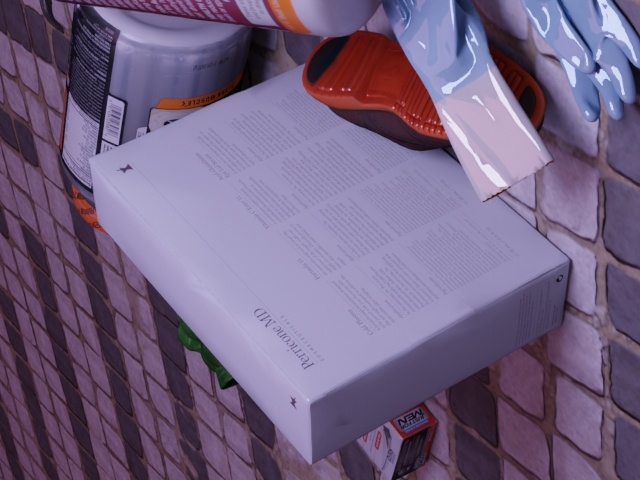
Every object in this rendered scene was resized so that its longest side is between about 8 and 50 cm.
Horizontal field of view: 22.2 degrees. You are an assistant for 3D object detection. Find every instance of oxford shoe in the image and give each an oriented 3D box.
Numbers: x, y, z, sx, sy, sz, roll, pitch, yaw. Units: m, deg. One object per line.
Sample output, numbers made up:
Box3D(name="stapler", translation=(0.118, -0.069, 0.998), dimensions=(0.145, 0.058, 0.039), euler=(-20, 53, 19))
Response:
Box3D(name="oxford shoe", translation=(0.107, -0.125, 1.464), dimensions=(0.271, 0.097, 0.098), euler=(22, 167, 46))

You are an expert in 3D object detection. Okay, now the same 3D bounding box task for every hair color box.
Box3D(name="hair color box", translation=(0.057, 0.179, 1.848), dimensions=(0.167, 0.053, 0.093), euler=(52, 151, 29))

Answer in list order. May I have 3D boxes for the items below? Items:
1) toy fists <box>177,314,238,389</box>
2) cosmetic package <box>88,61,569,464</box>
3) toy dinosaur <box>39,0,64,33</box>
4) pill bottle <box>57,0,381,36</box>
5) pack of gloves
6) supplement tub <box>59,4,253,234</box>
Box3D(name="toy fists", translation=(-0.111, 0.089, 2.044), dimensions=(0.142, 0.096, 0.279), euler=(62, 156, 11))
Box3D(name="cosmetic package", translation=(0.000, 0.000, 1.521), dimensions=(0.377, 0.284, 0.097), euler=(45, 149, 37))
Box3D(name="toy dinosaur", translation=(-0.333, -0.419, 2.025), dimensions=(0.160, 0.121, 0.313), euler=(-133, 23, -57))
Box3D(name="pill bottle", translation=(-0.141, -0.306, 1.398), dimensions=(0.392, 0.224, 0.224), euler=(10, 129, 21))
Box3D(name="pack of gloves", translation=(0.157, -0.176, 1.319), dimensions=(0.195, 0.046, 0.232), euler=(-31, 82, 39))
Box3D(name="supplement tub", translation=(-0.188, -0.158, 1.814), dimensions=(0.193, 0.194, 0.316), euler=(50, 145, 29))
